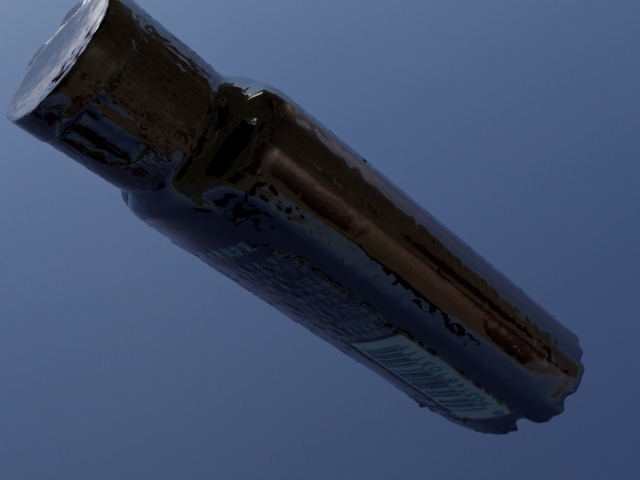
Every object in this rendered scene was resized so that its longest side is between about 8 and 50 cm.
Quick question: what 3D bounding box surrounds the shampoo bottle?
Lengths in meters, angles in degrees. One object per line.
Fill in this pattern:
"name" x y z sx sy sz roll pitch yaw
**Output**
"shampoo bottle" 0.000 0.000 0.454 0.323 0.129 0.084 36 -110 -31
